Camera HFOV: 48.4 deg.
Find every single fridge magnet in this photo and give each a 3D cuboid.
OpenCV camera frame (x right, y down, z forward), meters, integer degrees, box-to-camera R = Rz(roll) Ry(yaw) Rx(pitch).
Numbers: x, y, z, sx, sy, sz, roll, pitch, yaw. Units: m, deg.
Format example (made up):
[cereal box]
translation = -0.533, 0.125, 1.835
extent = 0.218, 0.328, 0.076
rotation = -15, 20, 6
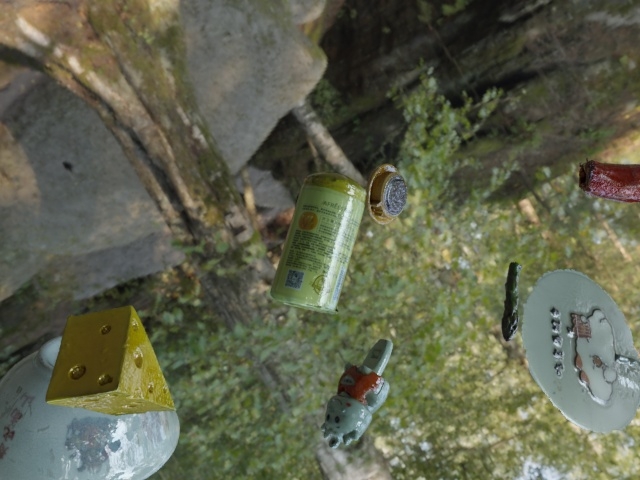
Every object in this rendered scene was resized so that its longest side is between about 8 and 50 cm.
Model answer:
[fridge magnet]
translation = 0.155, -0.108, 1.664
extent = 0.063, 0.143, 0.143
rotation = 10, -149, 40

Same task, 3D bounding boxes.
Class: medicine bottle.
[medicine bottle]
translation = 0.000, 0.000, 1.208
extent = 0.124, 0.124, 0.238
rotation = 164, -58, -74

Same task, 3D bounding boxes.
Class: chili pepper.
[chili pepper]
translation = 0.469, -0.092, 1.105
extent = 0.123, 0.070, 0.073
rotation = 8, 154, 4

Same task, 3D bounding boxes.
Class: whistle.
[whistle]
translation = 0.081, 0.310, 1.451
extent = 0.253, 0.102, 0.105
rotation = -57, 155, -25

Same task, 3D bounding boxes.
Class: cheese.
[cheese]
translation = -0.257, 0.185, 0.913
extent = 0.093, 0.171, 0.126
rotation = -9, -132, 7

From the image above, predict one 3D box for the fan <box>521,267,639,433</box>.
[fan]
translation = 0.358, 0.139, 0.825
extent = 0.009, 0.329, 0.190
rotation = -38, -140, 52

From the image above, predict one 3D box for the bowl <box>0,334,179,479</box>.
[bowl]
translation = -0.508, 0.322, 1.514
extent = 0.435, 0.195, 0.435
rotation = 9, -160, -3

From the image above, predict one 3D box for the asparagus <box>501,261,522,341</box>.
[asparagus]
translation = 0.364, 0.118, 1.357
extent = 0.036, 0.030, 0.165
rotation = -31, -141, 52
